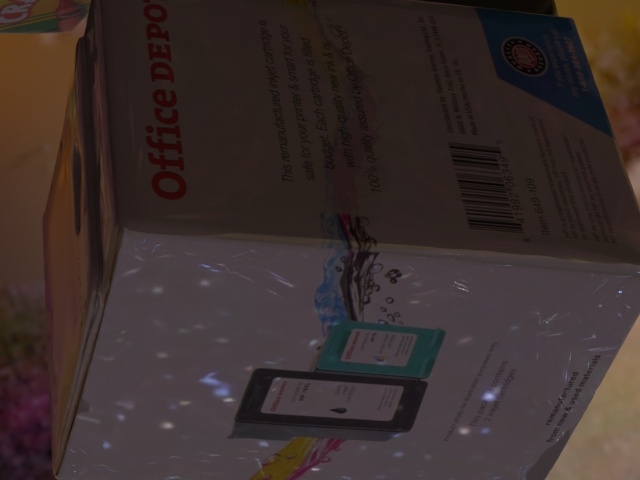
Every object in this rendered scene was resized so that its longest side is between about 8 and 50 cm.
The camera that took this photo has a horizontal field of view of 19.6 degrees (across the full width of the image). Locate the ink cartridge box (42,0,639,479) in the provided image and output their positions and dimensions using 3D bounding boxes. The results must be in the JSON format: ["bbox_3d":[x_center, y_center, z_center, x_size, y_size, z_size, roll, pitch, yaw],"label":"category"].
[{"bbox_3d":[0.000,0.000,0.985,0.270,0.198,0.197,5,135,-16],"label":"ink cartridge box"}]

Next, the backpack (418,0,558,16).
[{"bbox_3d":[0.075,-0.165,1.661,0.225,0.191,0.253,5,161,-30],"label":"backpack"}]

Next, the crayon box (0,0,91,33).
[{"bbox_3d":[-0.333,-0.272,1.743,0.318,0.081,0.202,-6,161,-38],"label":"crayon box"}]
